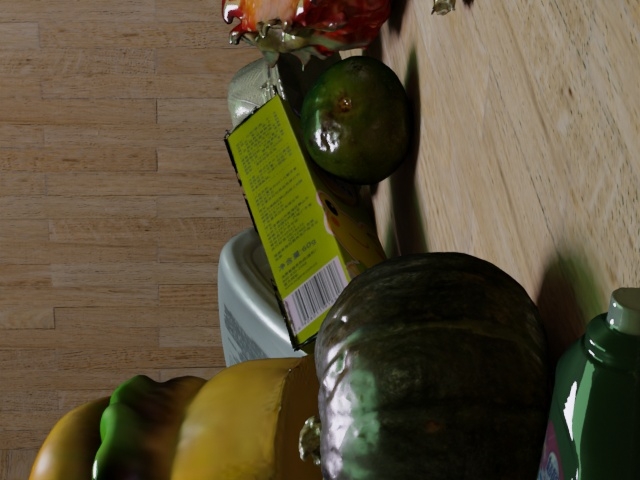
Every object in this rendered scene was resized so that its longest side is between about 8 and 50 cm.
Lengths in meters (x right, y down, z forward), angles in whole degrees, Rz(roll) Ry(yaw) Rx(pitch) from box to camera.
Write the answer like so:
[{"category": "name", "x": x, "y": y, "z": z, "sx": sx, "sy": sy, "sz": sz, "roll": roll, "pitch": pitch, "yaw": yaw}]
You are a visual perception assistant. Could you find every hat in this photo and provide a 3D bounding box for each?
[{"category": "hat", "x": -0.046, "y": -0.152, "z": 1.896, "sx": 0.252, "sy": 0.110, "sz": 0.252, "roll": -15, "pitch": -90, "yaw": -71}]

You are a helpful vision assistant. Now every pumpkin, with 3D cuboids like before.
[{"category": "pumpkin", "x": 0.065, "y": 0.114, "z": 1.016, "sx": 0.223, "sy": 0.157, "sz": 0.224, "roll": -5, "pitch": -90, "yaw": -85}]

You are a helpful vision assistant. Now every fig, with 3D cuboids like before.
[{"category": "fig", "x": 0.039, "y": -0.101, "z": 1.626, "sx": 0.177, "sy": 0.117, "sz": 0.117, "roll": 69, "pitch": -162, "yaw": -74}]

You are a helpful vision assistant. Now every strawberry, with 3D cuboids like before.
[{"category": "strawberry", "x": 0.007, "y": -0.310, "z": 1.705, "sx": 0.253, "sy": 0.150, "sz": 0.280, "roll": 145, "pitch": 130, "yaw": -58}]

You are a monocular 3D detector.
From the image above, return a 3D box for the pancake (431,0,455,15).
[{"category": "pancake", "x": 0.083, "y": -0.305, "z": 1.305, "sx": 0.212, "sy": 0.056, "sz": 0.257, "roll": -98, "pitch": 10, "yaw": -57}]

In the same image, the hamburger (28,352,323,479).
[{"category": "hamburger", "x": -0.093, "y": 0.285, "z": 1.436, "sx": 0.396, "sy": 0.277, "sz": 0.396, "roll": -14, "pitch": -90, "yaw": -74}]

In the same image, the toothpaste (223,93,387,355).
[{"category": "toothpaste", "x": 0.000, "y": 0.000, "z": 1.606, "sx": 0.110, "sy": 0.077, "sz": 0.327, "roll": 37, "pitch": -159, "yaw": -38}]

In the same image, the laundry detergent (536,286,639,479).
[{"category": "laundry detergent", "x": 0.131, "y": 0.110, "z": 0.800, "sx": 0.137, "sy": 0.063, "sz": 0.211, "roll": -87, "pitch": -1, "yaw": -60}]

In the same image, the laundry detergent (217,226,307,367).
[{"category": "laundry detergent", "x": -0.008, "y": 0.198, "z": 1.781, "sx": 0.264, "sy": 0.124, "sz": 0.398, "roll": 43, "pitch": 146, "yaw": 38}]
